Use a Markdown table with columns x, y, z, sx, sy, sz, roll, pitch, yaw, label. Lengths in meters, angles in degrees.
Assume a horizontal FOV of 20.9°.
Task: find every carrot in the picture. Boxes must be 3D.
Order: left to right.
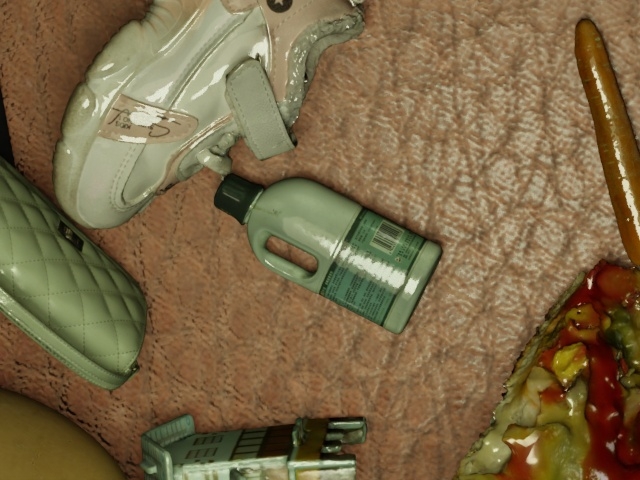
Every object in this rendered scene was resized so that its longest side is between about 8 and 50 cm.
| x | y | z | sx | sy | sz | roll | pitch | yaw | label |
| --- | --- | --- | --- | --- | --- | --- | --- | --- | --- |
| 0.282 | -0.091 | 1.651 | 0.043 | 0.043 | 0.248 | -16 | 92 | 11 | carrot |

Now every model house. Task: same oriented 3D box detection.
| x | y | z | sx | sy | sz | roll | pitch | yaw | label |
| --- | --- | --- | --- | --- | --- | --- | --- | --- | --- |
| -0.057 | 0.287 | 1.675 | 0.215 | 0.198 | 0.224 | -5 | 98 | 7 | model house |

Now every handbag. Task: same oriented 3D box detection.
| x | y | z | sx | sy | sz | roll | pitch | yaw | label |
| --- | --- | --- | --- | --- | --- | --- | --- | --- | --- |
| -0.261 | 0.037 | 1.642 | 0.079 | 0.219 | 0.256 | -41 | 113 | 10 | handbag |

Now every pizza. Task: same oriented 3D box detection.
| x | y | z | sx | sy | sz | roll | pitch | yaw | label |
| --- | --- | --- | --- | --- | --- | --- | --- | --- | --- |
| 0.247 | 0.246 | 1.536 | 0.130 | 0.406 | 0.440 | -33 | 76 | 52 | pizza |

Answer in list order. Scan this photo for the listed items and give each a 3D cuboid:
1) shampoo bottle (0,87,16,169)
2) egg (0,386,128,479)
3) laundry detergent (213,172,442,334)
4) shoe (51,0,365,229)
| x | y | z | sx | sy | sz | roll | pitch | yaw | label |
| --- | --- | --- | --- | --- | --- | --- | --- | --- | --- |
| -0.368 | -0.129 | 1.742 | 0.098 | 0.071 | 0.309 | -8 | 98 | 8 | shampoo bottle |
| -0.347 | 0.286 | 1.667 | 0.374 | 0.301 | 0.301 | 8 | 98 | 17 | egg |
| 0.000 | 0.000 | 1.694 | 0.225 | 0.070 | 0.099 | 26 | 107 | 5 | laundry detergent |
| -0.107 | -0.142 | 1.643 | 0.198 | 0.172 | 0.351 | 32 | 101 | 4 | shoe |
